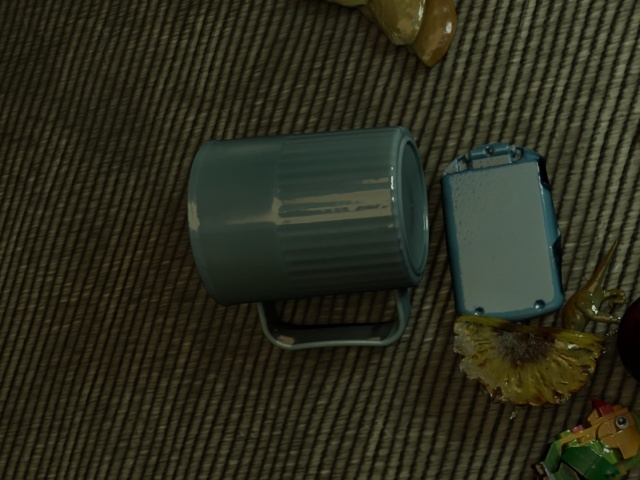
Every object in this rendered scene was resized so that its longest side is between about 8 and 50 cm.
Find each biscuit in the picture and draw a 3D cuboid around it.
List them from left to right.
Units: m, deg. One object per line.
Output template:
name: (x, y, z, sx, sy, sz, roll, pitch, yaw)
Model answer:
biscuit: (0.106, -0.412, 1.567, 0.299, 0.045, 0.154, 34, 94, 19)

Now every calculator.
calculator: (0.276, -0.004, 1.454, 0.173, 0.051, 0.293, -8, 81, 17)

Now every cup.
cup: (-0.006, -0.006, 1.444, 0.311, 0.257, 0.331, -5, 80, 17)

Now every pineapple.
pineapple: (0.300, 0.188, 1.394, 0.233, 0.079, 0.135, 6, 101, 24)

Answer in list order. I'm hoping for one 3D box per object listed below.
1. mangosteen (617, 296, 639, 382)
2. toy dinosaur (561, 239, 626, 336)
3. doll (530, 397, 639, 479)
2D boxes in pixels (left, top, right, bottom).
mangosteen: (0.504, 0.149, 1.307, 0.200, 0.200, 0.199, -2, 83, 19)
toy dinosaur: (0.384, 0.087, 1.413, 0.126, 0.039, 0.162, -8, 79, 19)
doll: (0.385, 0.315, 1.349, 0.134, 0.106, 0.186, 38, 80, 14)
